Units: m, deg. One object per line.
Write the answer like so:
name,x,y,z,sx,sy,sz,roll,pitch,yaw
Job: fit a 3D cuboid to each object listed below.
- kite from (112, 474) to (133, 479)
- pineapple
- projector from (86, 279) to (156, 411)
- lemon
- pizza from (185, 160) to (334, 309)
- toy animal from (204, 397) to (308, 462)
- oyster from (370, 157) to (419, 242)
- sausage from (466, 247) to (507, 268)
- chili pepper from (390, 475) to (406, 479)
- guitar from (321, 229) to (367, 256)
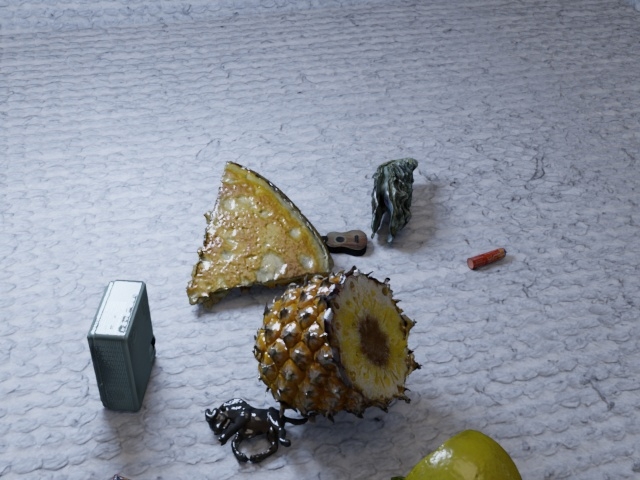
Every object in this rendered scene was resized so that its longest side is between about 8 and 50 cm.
kite,-0.399,0.550,1.580,0.189,0.010,0.159,-18,48,-20
pineapple,0.026,0.243,1.696,0.352,0.300,0.353,19,59,-35
projector,-0.449,0.237,1.740,0.099,0.257,0.192,5,41,2
lemon,0.293,0.511,1.504,0.240,0.240,0.219,-25,62,-28
pizza,-0.218,0.026,2.072,0.406,0.130,0.440,-40,77,-19
toy animal,-0.145,0.410,1.699,0.232,0.085,0.148,0,41,2
oyster,0.215,-0.141,2.270,0.158,0.162,0.351,29,47,-2
sausage,0.478,0.049,2.176,0.129,0.034,0.034,-15,45,-21
chili pepper,0.188,0.529,1.636,0.030,0.017,0.083,-30,52,-29
guitar,-0.001,0.002,2.192,0.271,0.038,0.084,3,41,-4
